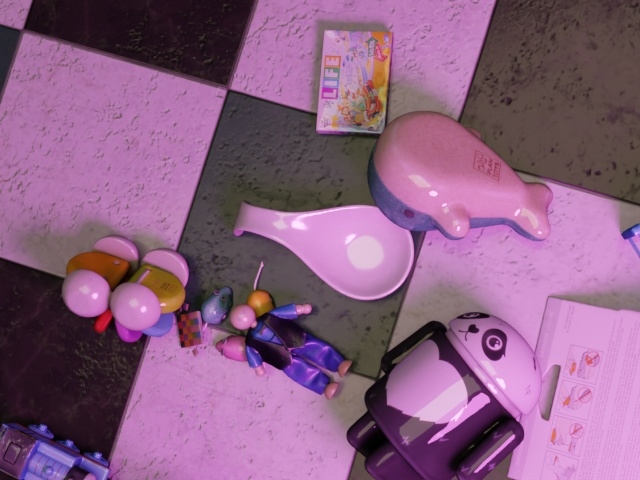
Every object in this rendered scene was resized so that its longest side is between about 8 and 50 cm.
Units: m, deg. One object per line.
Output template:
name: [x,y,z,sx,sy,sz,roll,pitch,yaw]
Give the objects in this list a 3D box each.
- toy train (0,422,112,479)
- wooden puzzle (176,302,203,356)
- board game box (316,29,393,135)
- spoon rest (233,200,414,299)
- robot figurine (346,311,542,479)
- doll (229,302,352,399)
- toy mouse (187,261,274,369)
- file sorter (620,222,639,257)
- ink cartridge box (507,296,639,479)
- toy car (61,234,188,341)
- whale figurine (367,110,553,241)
toy train: [-0.397,0.331,1.720,0.184,0.105,0.080,24,89,11]
wooden puzzle: [-0.195,0.133,1.743,0.049,0.006,0.083,-15,81,42]
board game box: [0.052,-0.235,1.742,0.103,0.026,0.154,3,85,10]
spoon rest: [0.000,0.000,1.699,0.276,0.084,0.137,15,87,11]
robot figurine: [0.172,0.222,1.601,0.278,0.173,0.209,-40,82,4]
doll: [-0.048,0.149,1.696,0.189,0.046,0.129,31,89,-1]
toy mouse: [-0.136,0.126,1.734,0.143,0.031,0.161,-16,82,8]
file sorter: [0.519,-0.012,1.597,0.170,0.118,0.104,-30,83,5]
ink cartridge box: [0.399,0.230,1.605,0.239,0.060,0.275,10,85,45]
toy car: [-0.288,0.086,1.721,0.182,0.159,0.136,14,121,10]
whale figurine: [0.194,-0.068,1.655,0.272,0.141,0.216,21,46,-9]
